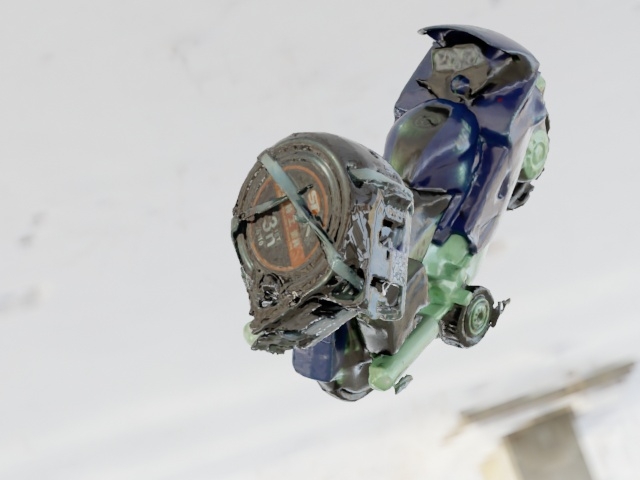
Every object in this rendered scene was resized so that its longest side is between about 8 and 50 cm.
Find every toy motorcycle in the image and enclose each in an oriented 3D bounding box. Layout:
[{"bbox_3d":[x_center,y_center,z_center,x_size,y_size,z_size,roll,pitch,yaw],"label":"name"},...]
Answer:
[{"bbox_3d":[0.077,-0.031,1.426,0.331,0.125,0.196,-49,141,-35],"label":"toy motorcycle"}]

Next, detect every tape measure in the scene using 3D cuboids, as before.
[{"bbox_3d":[0.000,-0.002,0.919,0.091,0.094,0.054,-19,158,37],"label":"tape measure"}]
